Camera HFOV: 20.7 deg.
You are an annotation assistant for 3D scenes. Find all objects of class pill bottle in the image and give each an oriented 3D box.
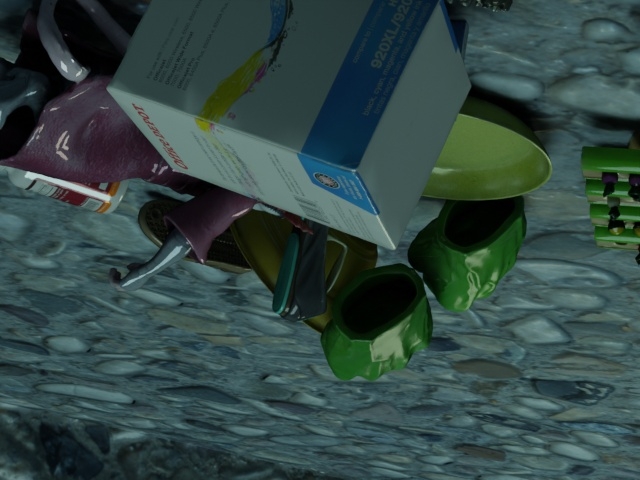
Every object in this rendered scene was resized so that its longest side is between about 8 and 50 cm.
[{"bbox_3d":[-0.289,-0.089,1.928,0.152,0.086,0.086,19,160,-25],"label":"pill bottle"}]

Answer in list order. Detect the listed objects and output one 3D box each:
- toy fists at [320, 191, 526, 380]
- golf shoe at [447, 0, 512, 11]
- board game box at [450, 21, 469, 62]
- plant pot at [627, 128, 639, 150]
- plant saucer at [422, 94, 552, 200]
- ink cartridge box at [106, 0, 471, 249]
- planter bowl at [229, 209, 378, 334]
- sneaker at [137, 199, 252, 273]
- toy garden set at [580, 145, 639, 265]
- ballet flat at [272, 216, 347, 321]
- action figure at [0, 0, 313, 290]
[{"bbox_3d":[0.113,0.047,1.906,0.096,0.279,0.142,41,161,25],"label":"toy fists"},{"bbox_3d":[0.116,-0.227,1.333,0.077,0.094,0.198,20,-170,12],"label":"golf shoe"},{"bbox_3d":[0.080,-0.151,1.545,0.090,0.090,0.020,4,160,16],"label":"board game box"},{"bbox_3d":[0.419,-0.067,1.722,0.236,0.032,0.236,9,161,3],"label":"plant pot"},{"bbox_3d":[0.116,-0.100,1.766,0.241,0.037,0.241,9,163,3],"label":"plant saucer"},{"bbox_3d":[-0.022,-0.129,1.458,0.232,0.168,0.171,20,165,20],"label":"ink cartridge box"},{"bbox_3d":[0.000,0.000,1.970,0.090,0.217,0.217,-40,139,19],"label":"planter bowl"},{"bbox_3d":[-0.162,0.003,2.173,0.188,0.066,0.071,25,158,-37],"label":"sneaker"},{"bbox_3d":[0.370,-0.019,1.757,0.204,0.049,0.244,5,161,15],"label":"toy garden set"},{"bbox_3d":[-0.003,-0.013,1.858,0.074,0.203,0.074,9,-175,-1],"label":"ballet flat"},{"bbox_3d":[-0.146,-0.114,1.708,0.370,0.248,0.276,18,133,-21],"label":"action figure"}]
